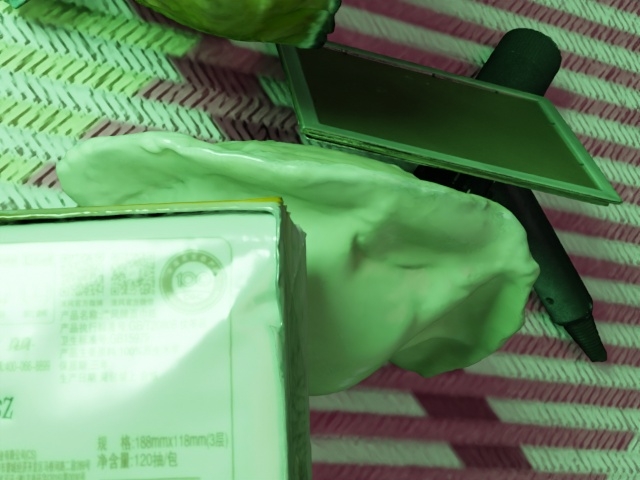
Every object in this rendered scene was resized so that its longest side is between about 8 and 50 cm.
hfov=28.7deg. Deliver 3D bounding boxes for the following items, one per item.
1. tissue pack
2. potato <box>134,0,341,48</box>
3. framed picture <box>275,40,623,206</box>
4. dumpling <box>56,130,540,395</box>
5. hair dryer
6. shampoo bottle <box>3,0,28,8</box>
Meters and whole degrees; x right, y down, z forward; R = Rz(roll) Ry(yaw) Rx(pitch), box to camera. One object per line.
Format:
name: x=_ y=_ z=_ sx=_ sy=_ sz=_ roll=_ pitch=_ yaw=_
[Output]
tissue pack: x=-0.117 y=0.082 z=0.500 sx=0.225 sy=0.124 sz=0.184 roll=-3 pitch=79 yaw=3
potato: x=-0.096 y=-0.234 z=0.589 sx=0.196 sy=0.246 sz=0.299 roll=-5 pitch=89 yaw=-9
framed picture: x=0.066 y=-0.069 z=0.703 sx=0.183 sy=0.142 sz=0.011 roll=12 pitch=117 yaw=-16
dumpling: x=0.000 y=0.000 z=0.623 sx=0.252 sy=0.179 sz=0.131 roll=33 pitch=63 yaw=-27
hair dryer: x=0.146 y=-0.016 z=0.819 sx=0.195 sy=0.050 sz=0.173 roll=47 pitch=59 yaw=-24
shampoo bottle: x=-0.197 y=-0.199 z=0.607 sx=0.190 sy=0.041 sz=0.069 roll=51 pitch=48 yaw=-17
